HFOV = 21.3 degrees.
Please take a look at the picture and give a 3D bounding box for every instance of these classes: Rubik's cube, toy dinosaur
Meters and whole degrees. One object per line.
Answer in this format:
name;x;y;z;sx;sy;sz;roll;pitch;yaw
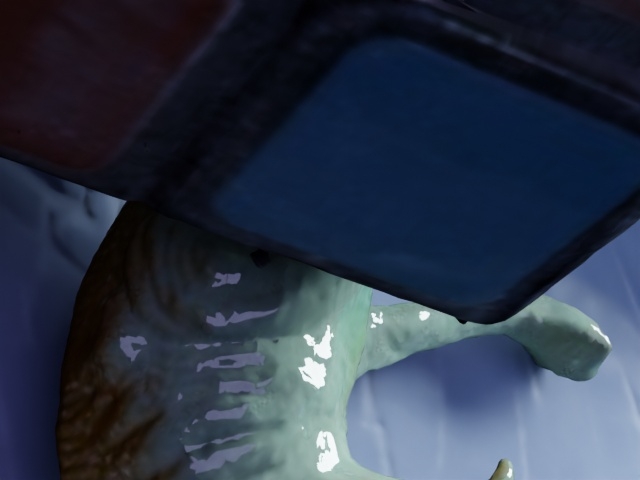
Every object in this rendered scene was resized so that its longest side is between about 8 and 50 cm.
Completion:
Rubik's cube;-0.009;-0.238;0.381;0.362;0.359;0.363;20;51;-24
toy dinosaur;0.000;0.000;0.535;0.205;0.092;0.393;-15;86;-27
